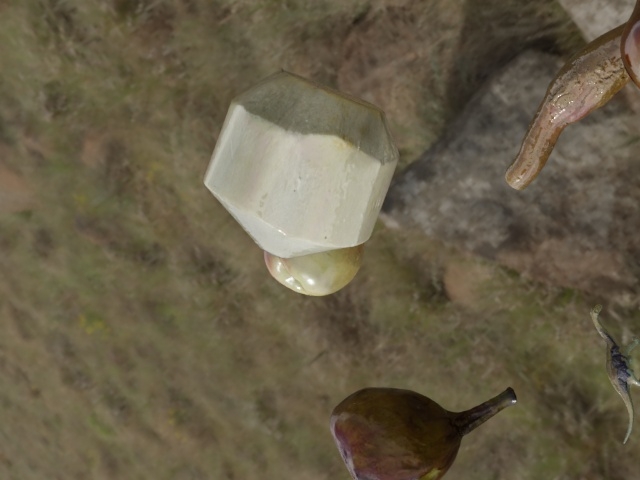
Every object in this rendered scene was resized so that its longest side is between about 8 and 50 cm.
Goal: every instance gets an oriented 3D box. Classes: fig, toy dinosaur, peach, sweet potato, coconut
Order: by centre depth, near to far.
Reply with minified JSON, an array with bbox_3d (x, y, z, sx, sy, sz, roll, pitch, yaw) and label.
[{"bbox_3d":[-0.028,-0.086,1.268,0.241,0.241,0.241,41,156,23],"label":"coconut"},{"bbox_3d":[0.400,0.170,1.346,0.037,0.058,0.180,114,144,-68],"label":"toy dinosaur"},{"bbox_3d":[0.160,0.299,1.590,0.190,0.290,0.191,-19,-90,-74],"label":"fig"},{"bbox_3d":[0.445,-0.248,1.806,0.109,0.109,0.385,47,119,10],"label":"sweet potato"},{"bbox_3d":[0.000,0.000,2.093,0.232,0.232,0.232,41,156,23],"label":"peach"}]

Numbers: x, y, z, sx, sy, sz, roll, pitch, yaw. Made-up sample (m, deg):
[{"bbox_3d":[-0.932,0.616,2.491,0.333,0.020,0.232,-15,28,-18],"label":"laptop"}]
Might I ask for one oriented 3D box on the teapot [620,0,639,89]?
[{"bbox_3d":[0.470,-0.221,1.213,0.252,0.135,0.178,34,171,-4],"label":"teapot"}]
